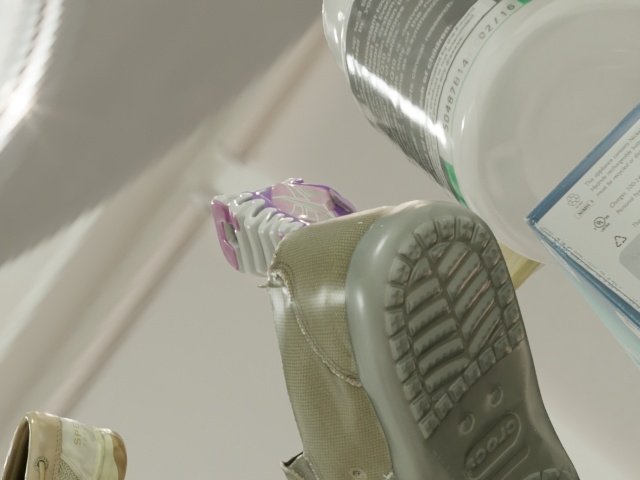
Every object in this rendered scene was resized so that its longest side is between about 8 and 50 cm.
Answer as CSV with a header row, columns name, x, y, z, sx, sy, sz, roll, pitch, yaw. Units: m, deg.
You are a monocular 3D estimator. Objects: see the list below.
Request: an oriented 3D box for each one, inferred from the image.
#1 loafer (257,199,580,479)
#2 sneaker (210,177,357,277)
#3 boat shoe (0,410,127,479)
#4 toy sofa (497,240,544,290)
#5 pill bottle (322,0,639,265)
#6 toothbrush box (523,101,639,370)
name,x,y,z,sx,sy,sz,roll,pitch,yaw
loafer,0.041,0.090,0.766,0.094,0.087,0.251,-32,-58,-35
sneaker,0.000,0.000,1.784,0.105,0.236,0.095,-25,-58,-24
boat shoe,-0.261,0.284,1.633,0.098,0.109,0.302,21,-84,-29
toy sofa,0.347,-0.027,1.838,0.150,0.363,0.177,127,151,-58
pill bottle,0.134,-0.133,1.482,0.204,0.204,0.361,-51,27,5
toothbrush box,0.252,0.003,0.961,0.216,0.126,0.295,-46,-32,1
